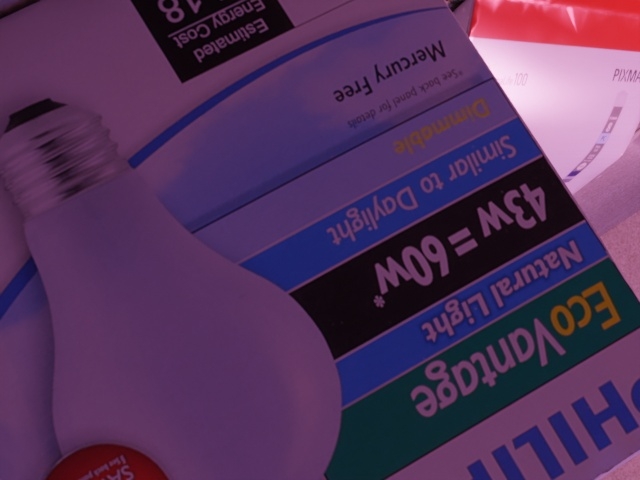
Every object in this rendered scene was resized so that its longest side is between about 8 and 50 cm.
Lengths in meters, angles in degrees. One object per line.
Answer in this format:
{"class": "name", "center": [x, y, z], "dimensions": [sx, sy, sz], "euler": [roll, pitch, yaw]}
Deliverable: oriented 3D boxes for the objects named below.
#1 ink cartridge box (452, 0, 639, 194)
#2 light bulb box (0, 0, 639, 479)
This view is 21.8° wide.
{"class": "ink cartridge box", "center": [0.196, -0.129, 1.408], "dimensions": [0.308, 0.091, 0.385], "euler": [-3, 151, -49]}
{"class": "light bulb box", "center": [-0.054, 0.050, 0.918], "dimensions": [0.358, 0.361, 0.225], "euler": [-29, 169, -17]}
